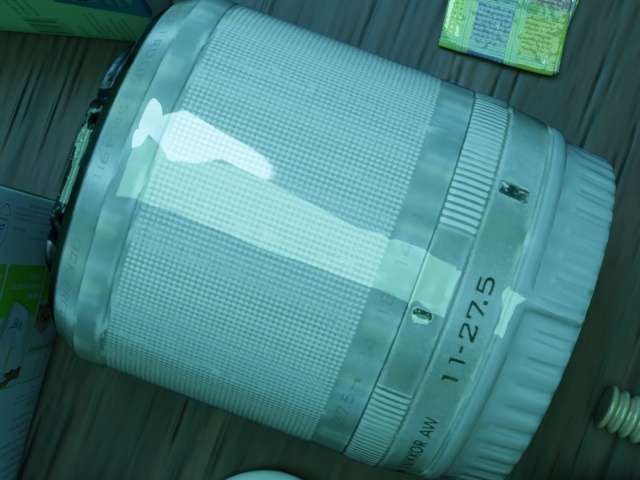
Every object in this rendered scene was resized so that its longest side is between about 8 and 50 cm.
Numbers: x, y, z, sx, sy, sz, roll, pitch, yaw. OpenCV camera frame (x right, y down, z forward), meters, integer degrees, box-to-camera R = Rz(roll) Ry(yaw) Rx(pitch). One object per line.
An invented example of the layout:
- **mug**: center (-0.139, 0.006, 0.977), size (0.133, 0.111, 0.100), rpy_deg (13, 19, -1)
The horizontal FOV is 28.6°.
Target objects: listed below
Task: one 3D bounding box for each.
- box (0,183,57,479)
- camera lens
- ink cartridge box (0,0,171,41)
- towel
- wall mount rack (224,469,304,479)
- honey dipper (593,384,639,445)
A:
- **box**: center (-0.235, 0.071, 0.691), size (0.127, 0.262, 0.231), rpy_deg (16, 89, 1)
- **camera lens**: center (0.000, 0.000, 0.713), size (0.274, 0.219, 0.219), rpy_deg (20, 89, 0)
- **ink cartridge box**: center (-0.209, -0.222, 0.743), size (0.233, 0.171, 0.168), rpy_deg (4, 88, 0)
- **towel**: center (0.123, -0.144, 0.821), size (0.083, 0.009, 0.060), rpy_deg (13, 89, 1)
- **wall mount rack**: center (-0.027, 0.277, 0.671), size (0.304, 0.130, 0.350), rpy_deg (-2, 62, 20)
- **honey dipper**: center (0.254, 0.137, 0.804), size (0.161, 0.030, 0.030), rpy_deg (23, 89, -2)
